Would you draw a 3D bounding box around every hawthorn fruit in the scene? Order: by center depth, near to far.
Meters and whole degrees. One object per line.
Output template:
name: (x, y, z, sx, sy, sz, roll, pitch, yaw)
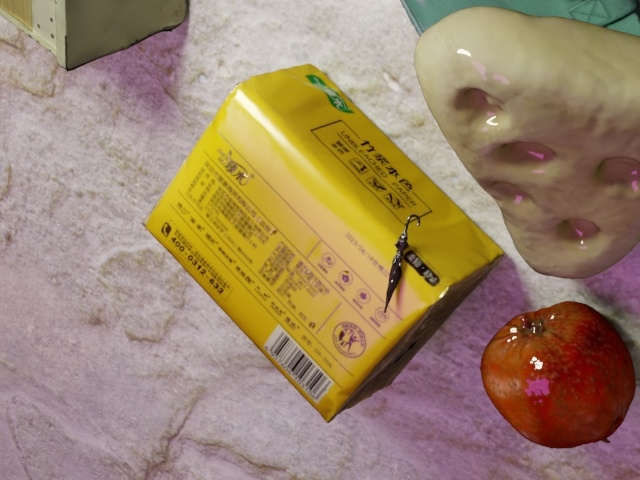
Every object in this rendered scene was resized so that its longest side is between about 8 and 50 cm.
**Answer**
hawthorn fruit: (0.302, 0.179, 1.461, 0.179, 0.179, 0.200, -5, 127, 48)

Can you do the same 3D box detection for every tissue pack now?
tissue pack: (0.000, 0.000, 1.575, 0.382, 0.228, 0.293, 45, 123, 12)

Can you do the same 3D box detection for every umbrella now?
umbrella: (0.090, 0.026, 1.397, 0.022, 0.122, 0.013, 20, 178, -12)

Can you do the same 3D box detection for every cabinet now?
cabinet: (-0.370, -0.462, 1.683, 0.318, 0.227, 0.290, 35, 138, 28)

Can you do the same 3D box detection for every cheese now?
cheese: (0.225, -0.104, 1.267, 0.328, 0.129, 0.351, 21, 147, -12)

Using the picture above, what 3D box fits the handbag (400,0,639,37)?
handbag: (0.207, -0.275, 1.296, 0.274, 0.100, 0.269, -21, 100, 51)
